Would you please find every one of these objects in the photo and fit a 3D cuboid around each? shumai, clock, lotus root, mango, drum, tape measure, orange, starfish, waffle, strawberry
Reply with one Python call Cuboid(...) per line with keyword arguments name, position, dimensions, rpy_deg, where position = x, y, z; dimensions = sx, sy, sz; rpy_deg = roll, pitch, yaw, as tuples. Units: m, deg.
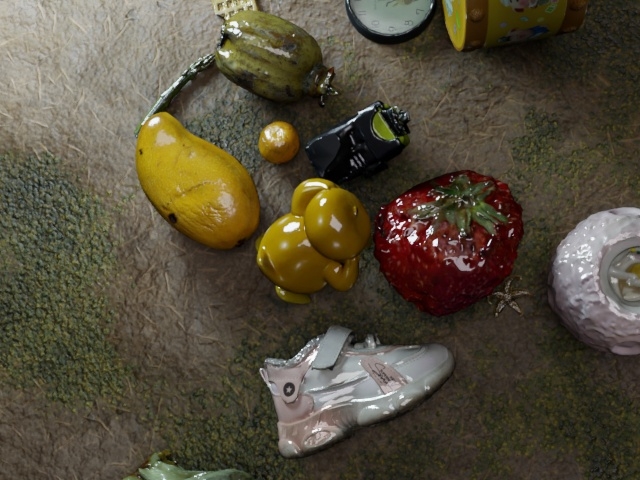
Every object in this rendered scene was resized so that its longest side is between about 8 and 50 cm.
Cuboid(name="shumai", position=(-0.222, 0.495, 1.563), dimensions=(0.225, 0.222, 0.261), rpy_deg=(-31, 112, -27))
Cuboid(name="clock", position=(0.139, -0.479, 1.725), dimensions=(0.184, 0.040, 0.185), rpy_deg=(-1, 81, 4))
Cuboid(name="lotus root", position=(-0.072, -0.338, 1.671), dimensions=(0.278, 0.154, 0.154), rpy_deg=(25, 84, 9))
Cuboid(name="mango", position=(-0.235, -0.107, 1.659), dimensions=(0.177, 0.120, 0.295), rpy_deg=(-46, 79, 4))
Cuboid(name="drum", position=(0.316, -0.550, 1.534), dimensions=(0.214, 0.431, 0.431), rpy_deg=(-9, 81, 4))
Cuboid(name="tape measure", position=(0.081, -0.174, 1.610), dimensions=(0.199, 0.186, 0.112), rpy_deg=(-25, 90, 15))
Cuboid(name="orange", position=(-0.079, -0.186, 1.682), dimensions=(0.083, 0.070, 0.083), rpy_deg=(-2, 65, 4))
Cuboid(name="starfish", position=(0.353, 0.104, 1.626), dimensions=(0.091, 0.028, 0.078), rpy_deg=(-7, 87, 0))
Cuboid(name="waffle", position=(-0.179, -0.495, 1.762), dimensions=(0.092, 0.021, 0.135), rpy_deg=(-16, 79, 0))
Cuboid(name="strawberry", position=(0.227, 0.015, 1.564), dimensions=(0.274, 0.220, 0.274), rpy_deg=(-4, 43, 4))

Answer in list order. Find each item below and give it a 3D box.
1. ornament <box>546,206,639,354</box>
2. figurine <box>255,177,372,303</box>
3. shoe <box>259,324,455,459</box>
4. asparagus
Cuboid(name="ornament", position=(0.523, 0.071, 1.518), dimensions=(0.259, 0.225, 0.260), rpy_deg=(0, 81, 3))
Cuboid(name="figurine", position=(-0.009, 0.005, 1.569), dimensions=(0.228, 0.215, 0.215), rpy_deg=(-30, 80, 13))
Cuboid(name="shoe", position=(0.060, 0.240, 1.555), dimensions=(0.350, 0.172, 0.198), rpy_deg=(-25, 77, -2))
Cuboid(name="asparagus", position=(-0.288, -0.293, 1.735), dimensions=(0.034, 0.027, 0.236), rpy_deg=(42, 86, 4))
